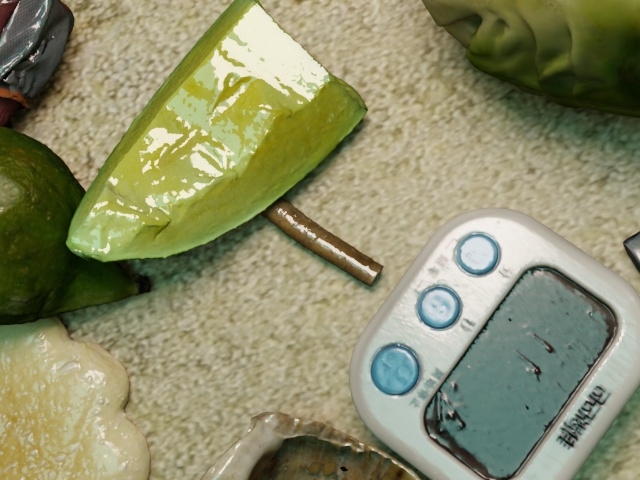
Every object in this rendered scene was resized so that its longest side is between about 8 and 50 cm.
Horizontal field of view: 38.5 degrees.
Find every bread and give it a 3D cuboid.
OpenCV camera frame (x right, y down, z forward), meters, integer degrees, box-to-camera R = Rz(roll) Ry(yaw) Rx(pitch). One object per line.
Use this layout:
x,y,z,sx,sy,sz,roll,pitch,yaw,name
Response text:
-0.336,0.226,0.986,0.316,0.054,0.316,-1,83,8,bread

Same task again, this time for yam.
0.000,0.000,0.961,0.145,0.032,0.032,33,90,13,yam

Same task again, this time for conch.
-0.016,0.301,0.854,0.324,0.186,0.263,13,70,-18,conch

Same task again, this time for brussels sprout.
0.259,-0.254,0.815,0.354,0.289,0.282,2,90,22,brussels sprout

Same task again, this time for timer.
0.169,0.114,0.884,0.237,0.087,0.262,36,88,12,timer

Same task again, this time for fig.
-0.291,0.013,0.944,0.235,0.203,0.203,33,90,-8,fig

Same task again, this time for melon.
-0.125,-0.097,0.934,0.196,0.124,0.323,43,82,12,melon

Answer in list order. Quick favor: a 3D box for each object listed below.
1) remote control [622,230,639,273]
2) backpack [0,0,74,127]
0.481,-0.053,0.870,0.377,0.044,0.107,-32,83,6,remote control
-0.456,-0.180,0.983,0.283,0.197,0.317,29,90,11,backpack
